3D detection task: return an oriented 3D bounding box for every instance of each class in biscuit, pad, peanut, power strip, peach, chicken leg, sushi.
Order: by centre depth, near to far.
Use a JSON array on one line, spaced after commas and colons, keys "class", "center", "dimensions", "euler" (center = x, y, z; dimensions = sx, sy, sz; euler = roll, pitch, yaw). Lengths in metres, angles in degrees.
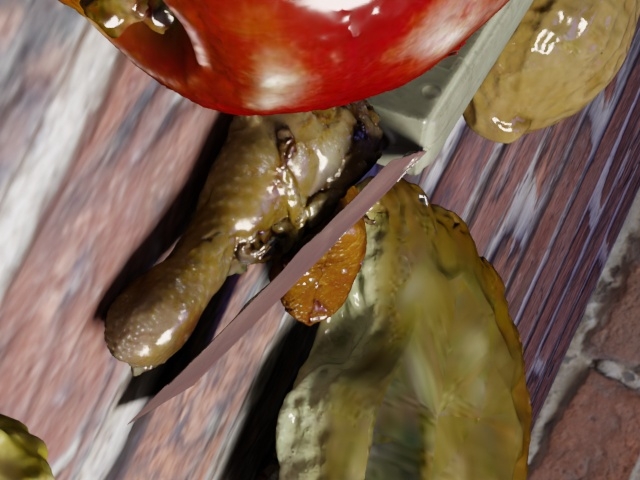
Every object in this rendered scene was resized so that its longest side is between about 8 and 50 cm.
[{"class": "peach", "center": [0.021, -0.154, 0.557], "dimensions": [0.267, 0.159, 0.154], "euler": [-60, 169, -31]}, {"class": "chicken leg", "center": [-0.039, -0.013, 0.724], "dimensions": [0.198, 0.069, 0.085], "euler": [-49, -179, -31]}, {"class": "pad", "center": [-0.020, 0.020, 0.776], "dimensions": [0.188, 0.006, 0.113], "euler": [-45, 176, 13]}, {"class": "sushi", "center": [-0.004, 0.000, 0.868], "dimensions": [0.118, 0.061, 0.060], "euler": [-59, -144, 40]}, {"class": "power strip", "center": [0.079, -0.144, 0.887], "dimensions": [0.272, 0.078, 0.052], "euler": [-57, 164, -35]}, {"class": "biscuit", "center": [0.052, 0.125, 0.997], "dimensions": [0.329, 0.078, 0.335], "euler": [-28, 114, -51]}, {"class": "peanut", "center": [0.182, -0.176, 1.126], "dimensions": [0.197, 0.110, 0.233], "euler": [18, 94, -77]}]

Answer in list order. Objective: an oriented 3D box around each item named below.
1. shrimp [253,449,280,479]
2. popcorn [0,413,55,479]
[{"class": "shrimp", "center": [-0.017, 0.186, 1.053], "dimensions": [0.233, 0.079, 0.090], "euler": [-63, -159, -1]}, {"class": "popcorn", "center": [-0.126, 0.097, 0.460], "dimensions": [0.106, 0.121, 0.116], "euler": [-62, 157, -13]}]
